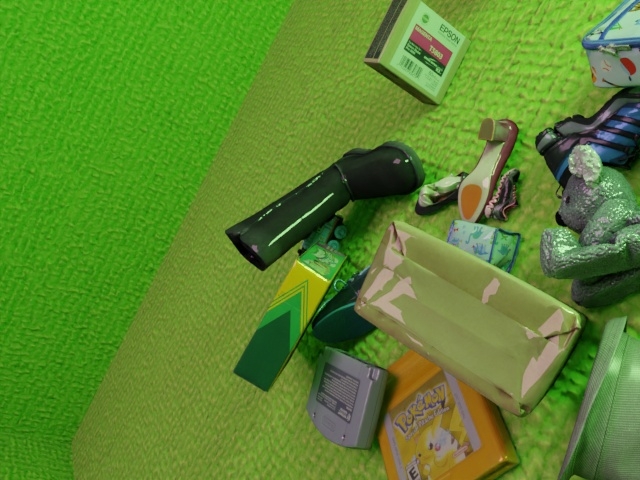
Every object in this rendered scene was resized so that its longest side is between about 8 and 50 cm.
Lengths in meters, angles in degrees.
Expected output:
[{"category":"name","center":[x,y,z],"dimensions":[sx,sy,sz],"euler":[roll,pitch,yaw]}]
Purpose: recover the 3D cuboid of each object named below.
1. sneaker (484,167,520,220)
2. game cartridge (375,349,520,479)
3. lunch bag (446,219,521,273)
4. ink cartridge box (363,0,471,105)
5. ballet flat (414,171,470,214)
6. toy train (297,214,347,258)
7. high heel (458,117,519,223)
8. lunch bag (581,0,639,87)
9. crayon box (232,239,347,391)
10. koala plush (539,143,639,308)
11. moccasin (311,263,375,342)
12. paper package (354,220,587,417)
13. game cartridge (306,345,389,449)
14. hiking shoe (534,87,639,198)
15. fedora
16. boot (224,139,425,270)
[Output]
[{"category":"sneaker","center":[0.400,-0.093,1.266],"dimensions":[0.057,0.047,0.119],"euler":[30,97,38]},{"category":"game cartridge","center":[0.222,0.362,1.203],"dimensions":[0.285,0.052,0.324],"euler":[-47,36,27]},{"category":"lunch bag","center":[0.324,0.041,1.237],"dimensions":[0.128,0.096,0.151],"euler":[20,99,56]},{"category":"ink cartridge box","center":[0.255,-0.495,1.566],"dimensions":[0.193,0.234,0.088],"euler":[-64,32,4]},{"category":"ballet flat","center":[0.284,-0.115,1.420],"dimensions":[0.203,0.074,0.074],"euler":[-21,53,50]},{"category":"toy train","center":[0.000,0.000,1.732],"dimensions":[0.184,0.105,0.080],"euler":[-63,31,3]},{"category":"high heel","center":[0.378,-0.148,1.323],"dimensions":[0.082,0.117,0.244],"euler":[15,101,49]},{"category":"lunch bag","center":[0.589,-0.364,0.982],"dimensions":[0.303,0.115,0.243],"euler":[-40,30,-17]},{"category":"crayon box","center":[-0.065,0.175,1.534],"dimensions":[0.313,0.106,0.363],"euler":[-61,-3,10]},{"category":"koala plush","center":[0.473,-0.036,0.987],"dimensions":[0.203,0.196,0.221],"euler":[-25,48,32]},{"category":"moccasin","center":[0.121,0.132,1.466],"dimensions":[0.342,0.137,0.117],"euler":[-34,37,20]},{"category":"paper package","center":[0.255,0.119,0.976],"dimensions":[0.309,0.325,0.168],"euler":[31,97,26]},{"category":"game cartridge","center":[0.055,0.367,1.394],"dimensions":[0.297,0.062,0.198],"euler":[-177,98,-68]},{"category":"hiking shoe","center":[0.550,-0.195,1.071],"dimensions":[0.304,0.113,0.132],"euler":[-28,77,36]},{"category":"fedora","center":[0.435,0.252,0.842],"dimensions":[0.124,0.244,0.276],"euler":[16,72,30]},{"category":"boot","center":[0.004,-0.086,1.530],"dimensions":[0.445,0.146,0.367],"euler":[-32,15,-19]}]
